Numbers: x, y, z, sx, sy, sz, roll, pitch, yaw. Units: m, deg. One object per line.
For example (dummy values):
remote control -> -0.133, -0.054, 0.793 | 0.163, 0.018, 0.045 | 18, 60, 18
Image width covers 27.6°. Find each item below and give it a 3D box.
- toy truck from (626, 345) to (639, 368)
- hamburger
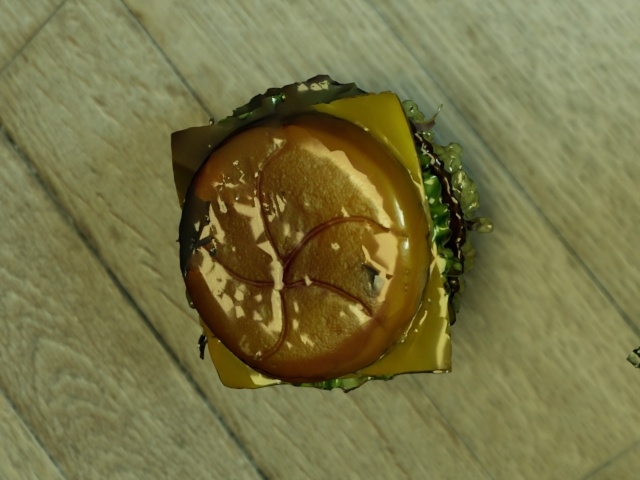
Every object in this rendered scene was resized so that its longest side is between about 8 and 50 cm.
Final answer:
toy truck -> 0.350, 0.115, 0.874 | 0.259, 0.088, 0.121 | 41, 112, 13
hamburger -> 0.000, 0.000, 0.974 | 0.262, 0.139, 0.243 | -5, 96, 24
